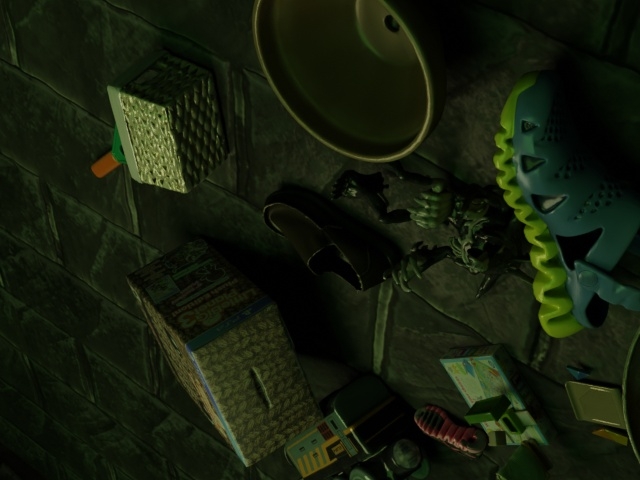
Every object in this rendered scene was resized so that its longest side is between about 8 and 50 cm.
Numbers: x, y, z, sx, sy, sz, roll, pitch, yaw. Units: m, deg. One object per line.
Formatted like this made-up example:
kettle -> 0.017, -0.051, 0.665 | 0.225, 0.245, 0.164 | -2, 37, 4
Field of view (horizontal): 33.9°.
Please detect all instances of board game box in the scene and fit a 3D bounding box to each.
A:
board game box -> 0.241, 0.211, 1.426 | 0.103, 0.026, 0.154 | -14, 114, 53
board game box -> -0.152, 0.163, 1.630 | 0.291, 0.141, 0.232 | 35, 151, 55

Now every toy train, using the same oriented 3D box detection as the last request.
toy train -> 0.047, 0.342, 1.694 | 0.190, 0.142, 0.334 | 56, 149, 8

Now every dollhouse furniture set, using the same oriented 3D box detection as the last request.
dollhouse furniture set -> 0.259, 0.271, 1.373 | 0.151, 0.076, 0.058 | 53, 147, -8

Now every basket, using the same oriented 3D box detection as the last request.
basket -> -0.207, -0.162, 1.460 | 0.103, 0.113, 0.167 | 22, 140, 30

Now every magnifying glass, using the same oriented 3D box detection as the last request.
magnifying glass -> -0.313, -0.144, 1.680 | 0.092, 0.026, 0.231 | 54, 144, -10

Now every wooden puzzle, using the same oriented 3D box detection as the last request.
wooden puzzle -> 0.348, 0.204, 1.314 | 0.079, 0.014, 0.116 | 9, 131, 37

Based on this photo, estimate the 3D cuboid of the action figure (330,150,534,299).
action figure -> 0.131, -0.017, 1.213 | 0.276, 0.141, 0.164 | 34, 133, 22

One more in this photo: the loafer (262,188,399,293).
loafer -> 0.000, 0.000, 1.427 | 0.220, 0.078, 0.080 | 27, 142, 27

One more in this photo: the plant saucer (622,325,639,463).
plant saucer -> 0.453, 0.164, 1.024 | 0.311, 0.050, 0.310 | 6, 101, 34

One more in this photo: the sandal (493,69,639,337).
sandal -> 0.271, -0.035, 1.068 | 0.138, 0.126, 0.317 | -1, 130, 35

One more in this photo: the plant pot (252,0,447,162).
plant pot -> 0.050, -0.210, 1.126 | 0.237, 0.110, 0.237 | 30, 142, 26

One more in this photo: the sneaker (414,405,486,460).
sneaker -> 0.191, 0.289, 1.553 | 0.119, 0.047, 0.057 | 27, 153, 29
